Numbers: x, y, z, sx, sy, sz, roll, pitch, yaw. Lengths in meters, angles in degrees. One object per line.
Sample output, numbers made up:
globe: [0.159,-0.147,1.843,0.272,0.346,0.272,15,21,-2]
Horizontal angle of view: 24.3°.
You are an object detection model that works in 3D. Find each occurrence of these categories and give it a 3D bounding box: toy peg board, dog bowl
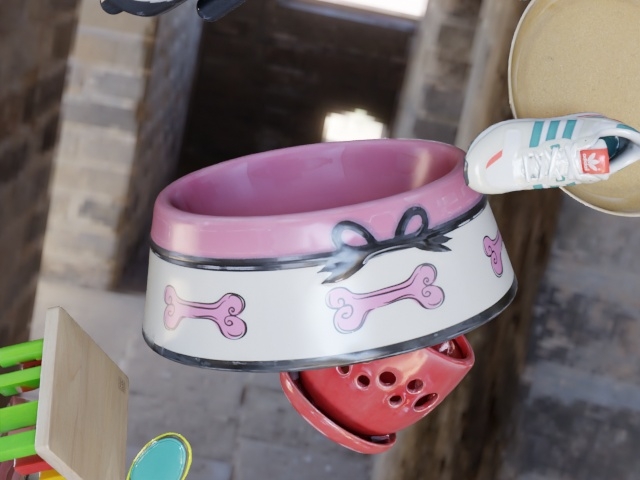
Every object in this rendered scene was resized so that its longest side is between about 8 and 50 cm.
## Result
toy peg board: [-0.265,0.179,1.499,0.079,0.161,0.161,-13,53,15]
dog bowl: [0.000,0.000,1.589,0.407,0.150,0.408,-7,15,2]

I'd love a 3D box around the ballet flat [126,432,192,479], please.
ballet flat: [-0.244,0.361,2.151,0.077,0.231,0.077,34,20,11]

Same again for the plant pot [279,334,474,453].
plant pot: [0.062,0.147,1.771,0.191,0.174,0.191,33,16,-10]

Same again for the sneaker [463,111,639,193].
sneaker: [0.198,-0.072,1.231,0.161,0.057,0.075,-12,16,-24]

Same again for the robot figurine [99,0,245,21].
robot figurine: [-0.190,-0.379,1.832,0.209,0.174,0.278,9,-22,-43]

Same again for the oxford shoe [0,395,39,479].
oxford shoe: [-0.290,0.309,1.608,0.130,0.123,0.348,13,39,-18]

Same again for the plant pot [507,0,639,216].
plant pot: [0.271,-0.137,1.361,0.236,0.236,0.032,6,-8,-20]
